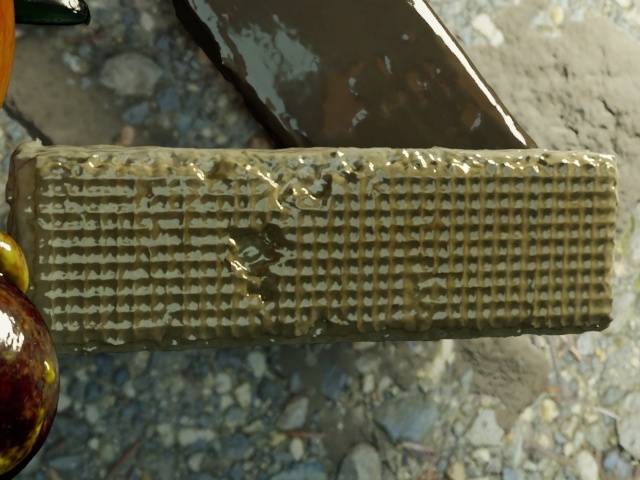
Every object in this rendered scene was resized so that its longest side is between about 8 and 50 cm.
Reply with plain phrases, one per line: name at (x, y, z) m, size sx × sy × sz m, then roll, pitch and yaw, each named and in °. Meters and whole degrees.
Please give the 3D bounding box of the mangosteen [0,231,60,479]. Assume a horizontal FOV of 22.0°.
mangosteen at (-0.245, 0.053, 0.996) m, size 0.192 × 0.192 × 0.217 m, roll 22°, pitch 70°, yaw -20°

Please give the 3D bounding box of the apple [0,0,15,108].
apple at (-0.304, -0.099, 0.863) m, size 0.302 × 0.301 × 0.301 m, roll 2°, pitch 86°, yaw -23°

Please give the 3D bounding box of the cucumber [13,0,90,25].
cucumber at (-0.239, -0.164, 1.094) m, size 0.184 × 0.033 × 0.036 m, roll 1°, pitch 68°, yaw -25°

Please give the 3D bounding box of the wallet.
wallet at (0.031, -0.114, 1.197) m, size 0.165 × 0.042 × 0.309 m, roll -43°, pitch 106°, yaw -15°

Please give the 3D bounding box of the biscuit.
biscuit at (0.000, 0.000, 1.130) m, size 0.426 × 0.078 × 0.144 m, roll -2°, pitch 98°, yaw -17°
